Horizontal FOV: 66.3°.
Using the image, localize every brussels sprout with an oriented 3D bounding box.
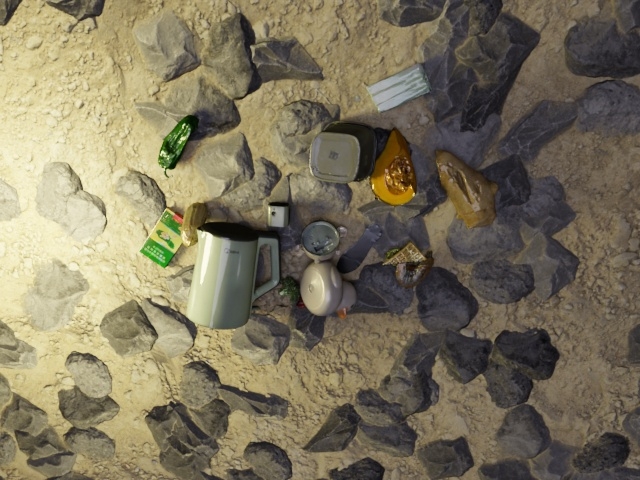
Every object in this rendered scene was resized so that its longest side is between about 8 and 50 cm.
[{"bbox_3d":[0.296,0.067,1.949,0.085,0.058,0.085,-3,104,-12],"label":"brussels sprout"}]

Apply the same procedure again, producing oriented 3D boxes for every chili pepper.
[{"bbox_3d":[-0.552,-0.367,1.881,0.100,0.074,0.257,32,106,-4],"label":"chili pepper"}]

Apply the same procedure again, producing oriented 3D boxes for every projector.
[{"bbox_3d":[-0.163,-0.103,1.921,0.083,0.083,0.082,4,107,3],"label":"projector"}]

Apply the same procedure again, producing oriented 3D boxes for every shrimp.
[{"bbox_3d":[0.376,0.106,1.939,0.132,0.051,0.187,36,97,-27],"label":"shrimp"}]

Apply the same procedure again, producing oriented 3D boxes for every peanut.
[{"bbox_3d":[-0.504,-0.064,1.929,0.093,0.194,0.083,-2,153,27],"label":"peanut"}]

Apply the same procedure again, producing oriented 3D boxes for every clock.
[{"bbox_3d":[0.000,0.000,1.907,0.229,0.063,0.155,-22,68,-6],"label":"clock"}]

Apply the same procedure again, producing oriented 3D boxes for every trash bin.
[{"bbox_3d":[0.076,-0.306,1.732,0.219,0.250,0.219,7,107,14],"label":"trash bin"}]

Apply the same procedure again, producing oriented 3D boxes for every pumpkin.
[{"bbox_3d":[0.260,-0.269,1.836,0.163,0.111,0.278,-14,98,28],"label":"pumpkin"}]

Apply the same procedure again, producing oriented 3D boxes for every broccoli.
[{"bbox_3d":[-0.127,0.207,2.012,0.092,0.095,0.097,-24,111,-1],"label":"broccoli"}]

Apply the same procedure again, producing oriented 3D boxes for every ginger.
[{"bbox_3d":[0.531,-0.196,1.809,0.190,0.126,0.354,-41,101,20],"label":"ginger"}]

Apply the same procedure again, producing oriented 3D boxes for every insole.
[{"bbox_3d":[0.157,0.039,1.978,0.086,0.005,0.253,37,107,-7],"label":"insole"}]

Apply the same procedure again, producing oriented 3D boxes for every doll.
[{"bbox_3d":[0.044,0.194,1.956,0.221,0.221,0.251,-23,71,11],"label":"doll"}]

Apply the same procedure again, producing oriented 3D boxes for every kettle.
[{"bbox_3d":[-0.330,0.134,1.950,0.361,0.250,0.376,6,106,-18],"label":"kettle"}]

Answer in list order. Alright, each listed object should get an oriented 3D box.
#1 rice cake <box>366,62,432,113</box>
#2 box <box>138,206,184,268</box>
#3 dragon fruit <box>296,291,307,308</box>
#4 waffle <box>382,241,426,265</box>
[{"bbox_3d":[0.286,-0.550,1.768,0.211,0.038,0.124,-26,102,12],"label":"rice cake"},{"bbox_3d":[-0.634,-0.011,2.018,0.132,0.034,0.235,37,106,-6],"label":"box"},{"bbox_3d":[-0.033,0.253,2.029,0.131,0.063,0.097,12,108,1],"label":"dragon fruit"},{"bbox_3d":[0.326,0.083,1.901,0.153,0.023,0.097,-37,86,-2],"label":"waffle"}]
